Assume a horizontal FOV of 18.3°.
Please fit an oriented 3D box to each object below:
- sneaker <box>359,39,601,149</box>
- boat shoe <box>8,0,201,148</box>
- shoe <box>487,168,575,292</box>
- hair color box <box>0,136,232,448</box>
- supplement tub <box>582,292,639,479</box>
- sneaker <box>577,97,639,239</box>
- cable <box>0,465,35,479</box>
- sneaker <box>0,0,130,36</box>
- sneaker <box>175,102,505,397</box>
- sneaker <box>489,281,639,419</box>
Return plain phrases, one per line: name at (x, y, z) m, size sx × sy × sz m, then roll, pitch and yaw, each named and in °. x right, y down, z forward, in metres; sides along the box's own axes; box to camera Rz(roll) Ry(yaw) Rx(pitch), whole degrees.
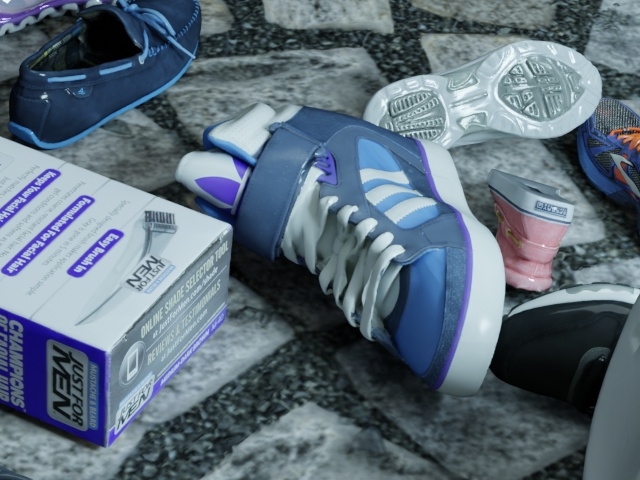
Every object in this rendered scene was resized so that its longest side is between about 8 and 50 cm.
sneaker at (0.135, -0.126, 1.776) m, size 0.232 × 0.090 × 0.115 m, roll -10°, pitch 4°, yaw -14°
boat shoe at (-0.183, -0.174, 1.807) m, size 0.109 × 0.089 × 0.258 m, roll 19°, pitch 40°, yaw 16°
shoe at (0.168, -0.009, 1.671) m, size 0.063 × 0.081 × 0.178 m, roll 16°, pitch 8°, yaw -7°
hair color box at (-0.260, 0.015, 1.546) m, size 0.339 × 0.110 × 0.185 m, roll 20°, pitch 39°, yaw 19°
supplement tub at (0.358, 0.151, 1.340) m, size 0.316 × 0.228 × 0.228 m, roll 16°, pitch 38°, yaw -3°
sneaker at (0.297, -0.063, 1.734) m, size 0.083 × 0.087 × 0.221 m, roll -10°, pitch 41°, yaw -21°
cable at (-0.229, 0.218, 1.352) m, size 0.184 × 0.047 × 0.150 m, roll 32°, pitch 50°, yaw 25°
sneaker at (-0.271, -0.264, 1.899) m, size 0.236 × 0.104 × 0.095 m, roll -11°, pitch 43°, yaw -19°
sneaker at (0.000, -0.001, 1.555) m, size 0.236 × 0.130 × 0.323 m, roll 10°, pitch 30°, yaw -14°
sneaker at (0.265, 0.117, 1.496) m, size 0.283 × 0.107 × 0.124 m, roll 7°, pitch 44°, yaw 2°
